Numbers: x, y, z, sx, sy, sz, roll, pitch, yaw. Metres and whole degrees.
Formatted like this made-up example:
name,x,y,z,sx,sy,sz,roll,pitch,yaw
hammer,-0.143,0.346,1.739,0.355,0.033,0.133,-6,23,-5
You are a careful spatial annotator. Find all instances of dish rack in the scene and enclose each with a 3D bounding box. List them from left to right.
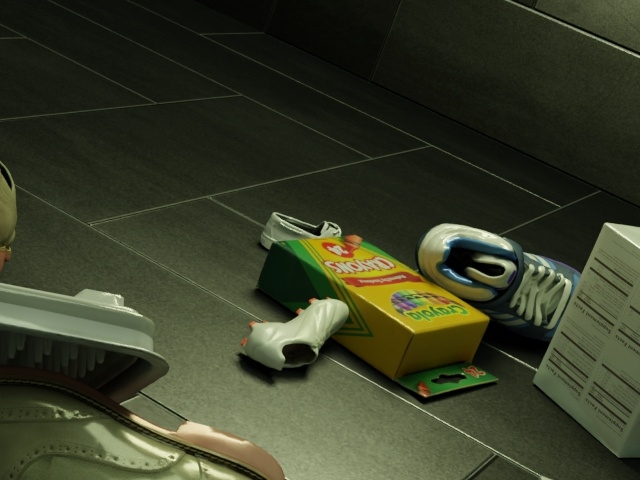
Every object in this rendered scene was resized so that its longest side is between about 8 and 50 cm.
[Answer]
name,x,y,z,sx,sy,sz,roll,pitch,yaw
dish rack,-0.327,0.088,1.223,0.333,0.285,0.072,14,63,-26

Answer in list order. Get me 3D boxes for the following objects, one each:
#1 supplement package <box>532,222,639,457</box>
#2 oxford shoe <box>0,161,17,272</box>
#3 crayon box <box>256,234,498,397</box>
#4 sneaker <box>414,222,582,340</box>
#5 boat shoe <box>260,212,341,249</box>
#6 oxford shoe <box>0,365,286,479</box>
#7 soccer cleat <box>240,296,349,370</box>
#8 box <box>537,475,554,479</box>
name,x,y,z,sx,sy,sz,roll,pitch,yaw
supplement package,0.473,0.142,1.904,0.199,0.263,0.198,6,23,-36
oxford shoe,-0.411,-0.046,1.631,0.123,0.130,0.348,18,2,-21
crayon box,0.093,0.099,1.912,0.318,0.081,0.202,33,21,31
sneaker,0.292,0.072,2.030,0.322,0.130,0.236,25,3,0
boat shoe,0.000,0.000,2.119,0.184,0.063,0.066,17,19,-10
oxford shoe,-0.215,0.215,1.173,0.397,0.140,0.146,13,30,-11
soccer cleat,-0.020,0.126,1.750,0.076,0.068,0.196,36,30,27
box,0.343,0.344,1.554,0.186,0.038,0.145,16,19,-10
